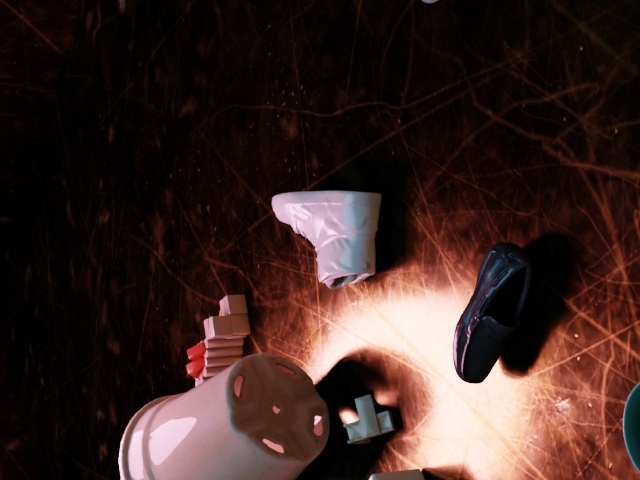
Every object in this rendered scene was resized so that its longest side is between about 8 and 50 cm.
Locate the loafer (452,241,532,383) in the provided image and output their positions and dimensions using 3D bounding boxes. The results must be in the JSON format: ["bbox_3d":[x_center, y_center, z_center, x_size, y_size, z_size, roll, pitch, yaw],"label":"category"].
[{"bbox_3d":[0.246,0.112,1.780,0.078,0.076,0.223,-128,48,-58],"label":"loafer"}]

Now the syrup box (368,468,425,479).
[{"bbox_3d":[0.100,0.484,2.040,0.093,0.096,0.237,62,140,38],"label":"syrup box"}]

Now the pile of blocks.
[{"bbox_3d":[-0.241,0.276,2.628,0.149,0.112,0.362,36,121,55],"label":"pile of blocks"}]

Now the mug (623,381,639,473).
[{"bbox_3d":[0.427,0.229,1.437,0.129,0.097,0.158,21,110,59],"label":"mug"}]

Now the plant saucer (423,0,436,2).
[{"bbox_3d":[0.167,-0.433,1.954,0.119,0.021,0.119,6,97,60],"label":"plant saucer"}]

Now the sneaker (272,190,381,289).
[{"bbox_3d":[0.000,0.000,2.187,0.292,0.108,0.169,2,90,60],"label":"sneaker"}]

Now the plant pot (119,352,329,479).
[{"bbox_3d":[-0.153,0.371,2.312,0.305,0.334,0.334,-43,54,39],"label":"plant pot"}]

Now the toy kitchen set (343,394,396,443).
[{"bbox_3d":[0.088,0.302,2.120,0.083,0.075,0.068,-20,73,18],"label":"toy kitchen set"}]
